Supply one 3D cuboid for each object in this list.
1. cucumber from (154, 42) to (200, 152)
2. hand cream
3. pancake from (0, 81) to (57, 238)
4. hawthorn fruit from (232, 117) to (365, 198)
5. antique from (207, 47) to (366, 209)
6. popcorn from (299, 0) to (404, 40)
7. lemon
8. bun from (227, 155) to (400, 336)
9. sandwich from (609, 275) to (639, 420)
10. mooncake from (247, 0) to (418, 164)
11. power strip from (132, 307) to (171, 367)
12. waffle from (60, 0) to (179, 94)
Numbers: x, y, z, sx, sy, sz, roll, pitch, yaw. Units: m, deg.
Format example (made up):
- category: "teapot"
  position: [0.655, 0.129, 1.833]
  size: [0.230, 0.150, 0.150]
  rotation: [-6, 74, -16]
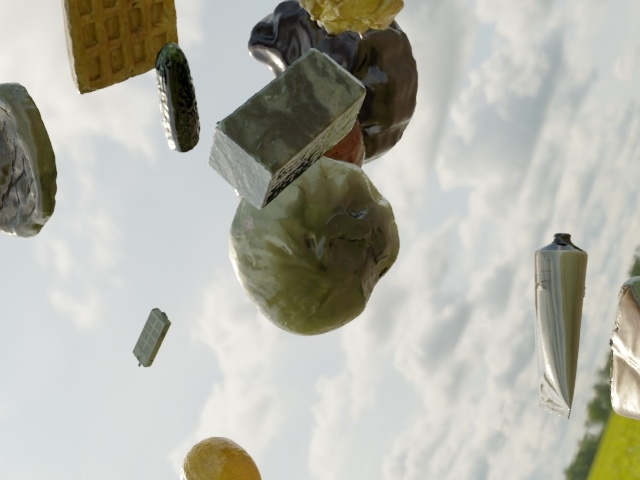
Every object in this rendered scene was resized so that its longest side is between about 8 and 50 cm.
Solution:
- category: "cucumber"
  position: [-0.267, -0.266, 2.010]
  size: [0.241, 0.075, 0.074]
  rotation: [89, -154, -52]
- category: "hand cream"
  position: [0.243, 0.085, 1.105]
  size: [0.087, 0.054, 0.186]
  rotation: [169, 104, -82]
- category: "pancake"
  position: [-0.566, -0.145, 1.963]
  size: [0.049, 0.294, 0.294]
  rotation: [-13, -56, -44]
- category: "hawthorn fruit"
  position: [-0.043, -0.155, 1.977]
  size: [0.258, 0.258, 0.261]
  rotation: [92, -170, -45]
- category: "antique"
  position: [-0.034, -0.133, 1.240]
  size: [0.183, 0.088, 0.086]
  rotation: [-43, -11, -29]
- category: "popcorn"
  position: [0.050, -0.387, 1.699]
  size: [0.148, 0.167, 0.152]
  rotation: [-72, -12, -66]
- category: "lemon"
  position: [-0.183, 0.451, 2.025]
  size: [0.142, 0.187, 0.142]
  rotation: [-39, -28, -25]
- category: "bun"
  position: [-0.005, 0.000, 1.561]
  size: [0.273, 0.168, 0.272]
  rotation: [-4, -82, -29]
- category: "sandwich"
  position: [0.529, 0.165, 1.620]
  size: [0.186, 0.108, 0.220]
  rotation: [-177, 87, -73]
- category: "mooncake"
  position: [0.025, -0.327, 2.217]
  size: [0.212, 0.351, 0.381]
  rotation: [-33, -75, -52]
- category: "power strip"
  position: [-0.328, 0.193, 2.078]
  size: [0.019, 0.051, 0.136]
  rotation: [-9, -45, -50]
- category: "waffle"
  position: [-0.389, -0.422, 2.103]
  size: [0.248, 0.055, 0.221]
  rotation: [-27, -47, -34]
